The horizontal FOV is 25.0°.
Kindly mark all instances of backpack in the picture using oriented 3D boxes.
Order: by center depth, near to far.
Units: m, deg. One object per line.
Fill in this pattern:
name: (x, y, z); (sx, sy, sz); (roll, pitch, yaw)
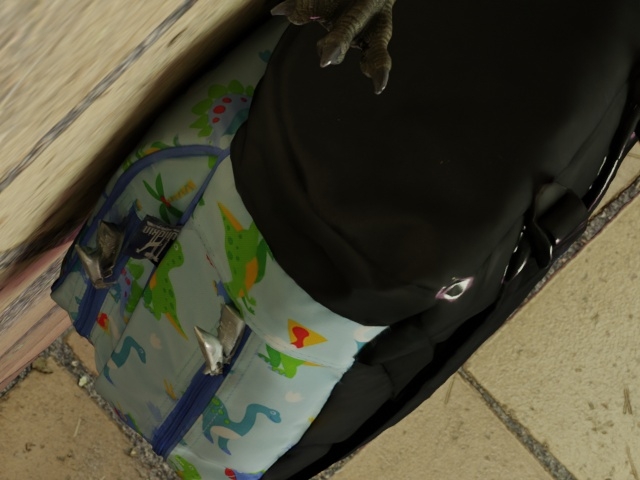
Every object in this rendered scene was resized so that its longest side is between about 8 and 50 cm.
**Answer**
backpack: (0.000, 0.000, 0.803); (0.290, 0.273, 0.355); (-48, 164, -38)

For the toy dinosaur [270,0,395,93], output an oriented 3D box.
toy dinosaur: (0.037, -0.115, 0.386); (0.118, 0.064, 0.268); (-49, -178, 34)
